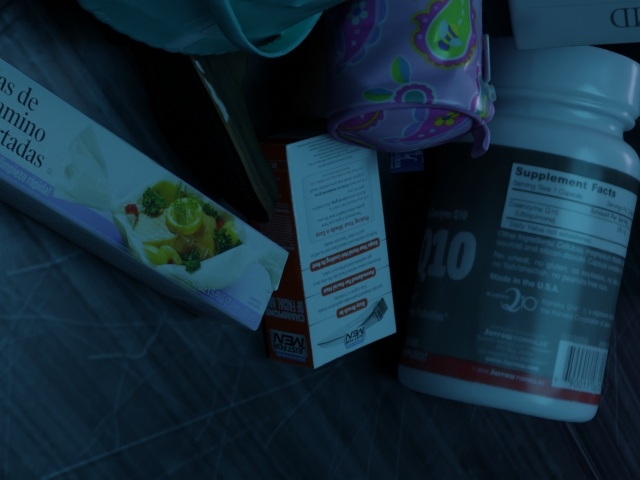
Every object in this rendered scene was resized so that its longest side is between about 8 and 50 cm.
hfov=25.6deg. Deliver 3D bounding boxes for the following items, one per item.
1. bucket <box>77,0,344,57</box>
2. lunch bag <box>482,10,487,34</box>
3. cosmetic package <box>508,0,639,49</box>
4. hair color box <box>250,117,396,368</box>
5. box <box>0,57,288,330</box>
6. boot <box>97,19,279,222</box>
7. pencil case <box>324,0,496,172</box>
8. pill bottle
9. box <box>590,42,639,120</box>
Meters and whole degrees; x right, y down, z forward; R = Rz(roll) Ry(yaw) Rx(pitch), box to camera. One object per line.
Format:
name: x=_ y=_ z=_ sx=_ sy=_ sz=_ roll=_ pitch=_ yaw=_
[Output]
bucket: x=-0.043 y=-0.248 z=0.824 sx=0.281 sy=0.183 sz=0.281 roll=12 pitch=70 yaw=-35
lunch bag: x=0.080 y=-0.145 z=1.087 sx=0.067 sy=0.065 sz=0.098 roll=39 pitch=68 yaw=-57
cosmetic package: x=0.227 y=-0.338 z=0.977 sx=0.156 sy=0.217 sz=0.385 roll=-51 pitch=134 yaw=-56
hair color box: x=0.000 y=0.000 z=1.039 sx=0.093 sy=0.053 sz=0.167 roll=-20 pitch=108 yaw=-42
box: x=-0.150 y=-0.036 z=0.880 sx=0.324 sy=0.067 sz=0.063 roll=35 pitch=71 yaw=-40
boot: x=-0.062 y=-0.121 z=0.942 sx=0.106 sy=0.082 sz=0.219 roll=-45 pitch=123 yaw=-27
pencil case: x=0.063 y=-0.199 z=0.988 sx=0.124 sy=0.124 sz=0.284 roll=12 pitch=73 yaw=-44
pill bottle: x=0.164 y=-0.008 z=1.121 sx=0.161 sy=0.161 sz=0.283 roll=14 pitch=86 yaw=-44
box: x=0.305 y=-0.187 z=1.236 sx=0.207 sy=0.153 sz=0.108 roll=-28 pitch=115 yaw=-39
